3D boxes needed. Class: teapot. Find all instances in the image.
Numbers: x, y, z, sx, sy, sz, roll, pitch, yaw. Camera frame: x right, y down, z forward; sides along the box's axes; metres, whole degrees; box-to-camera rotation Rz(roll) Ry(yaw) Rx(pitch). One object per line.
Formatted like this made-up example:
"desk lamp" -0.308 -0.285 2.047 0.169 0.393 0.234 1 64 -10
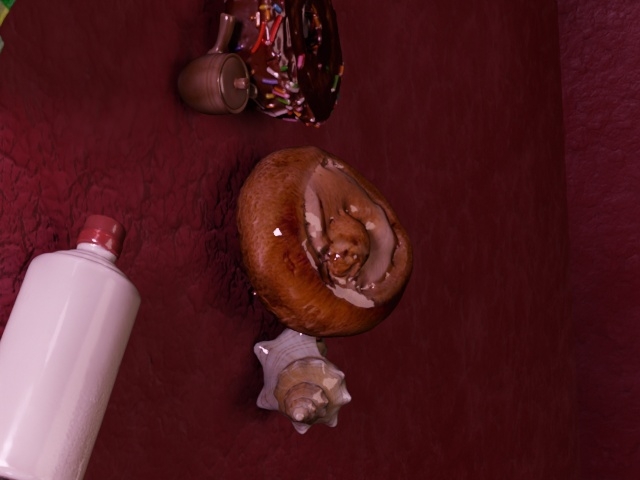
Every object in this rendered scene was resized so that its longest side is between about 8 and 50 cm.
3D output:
"teapot" -0.109 -0.193 1.095 0.085 0.080 0.110 -3 94 -63

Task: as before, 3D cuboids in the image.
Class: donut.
"donut" -0.044 -0.251 1.194 0.235 0.089 0.235 -3 90 -70

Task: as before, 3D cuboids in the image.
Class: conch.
"conch" -0.032 0.161 1.259 0.234 0.114 0.137 -111 -169 -54

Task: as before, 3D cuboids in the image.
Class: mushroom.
"mushroom" 0.000 0.000 1.209 0.253 0.153 0.253 33 41 -35

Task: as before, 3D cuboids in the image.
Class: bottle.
"bottle" -0.222 0.092 0.857 0.104 0.104 0.245 51 47 -53

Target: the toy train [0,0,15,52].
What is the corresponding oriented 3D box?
"toy train" -0.299 -0.268 0.663 0.301 0.120 0.202 53 51 -52
